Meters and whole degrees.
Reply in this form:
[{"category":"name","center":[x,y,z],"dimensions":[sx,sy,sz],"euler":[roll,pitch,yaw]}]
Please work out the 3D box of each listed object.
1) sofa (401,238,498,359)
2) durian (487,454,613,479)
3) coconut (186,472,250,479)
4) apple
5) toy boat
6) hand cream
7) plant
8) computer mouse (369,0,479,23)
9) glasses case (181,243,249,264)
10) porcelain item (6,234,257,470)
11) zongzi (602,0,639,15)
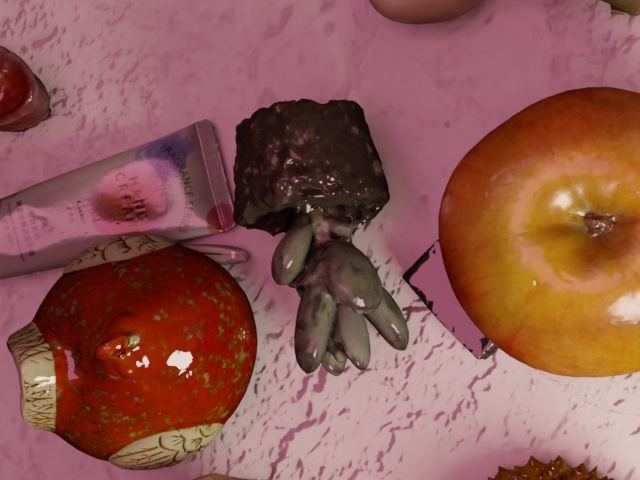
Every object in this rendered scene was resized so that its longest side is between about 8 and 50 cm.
[{"category":"sofa","center":[0.142,0.059,1.629],"dimensions":[0.060,0.039,0.118],"euler":[-45,74,8]},{"category":"durian","center":[0.206,0.307,1.546],"dimensions":[0.249,0.138,0.183],"euler":[-35,85,19]},{"category":"coconut","center":[-0.115,0.349,1.605],"dimensions":[0.233,0.233,0.245],"euler":[24,101,18]},{"category":"apple","center":[0.250,-0.004,1.495],"dimensions":[0.286,0.233,0.286],"euler":[-1,84,14]},{"category":"toy boat","center":[-0.417,-0.183,1.697],"dimensions":[0.206,0.282,0.096],"euler":[17,90,17]},{"category":"hand cream","center":[-0.262,-0.026,1.753],"dimensions":[0.340,0.078,0.124],"euler":[-17,80,11]},{"category":"plant","center":[-0.002,-0.001,1.622],"dimensions":[0.146,0.149,0.275],"euler":[-12,84,-19]},{"category":"computer mouse","center":[0.107,-0.335,1.645],"dimensions":[0.145,0.082,0.237],"euler":[-5,84,18]},{"category":"glasses case","center":[-0.116,0.015,1.717],"dimensions":[0.083,0.032,0.021],"euler":[3,85,17]},{"category":"porcelain item","center":[-0.192,0.111,1.632],"dimensions":[0.253,0.253,0.253],"euler":[-1,86,18]},{"category":"zongzi","center":[0.248,-0.367,1.564],"dimensions":[0.228,0.115,0.256],"euler":[16,86,-9]}]
